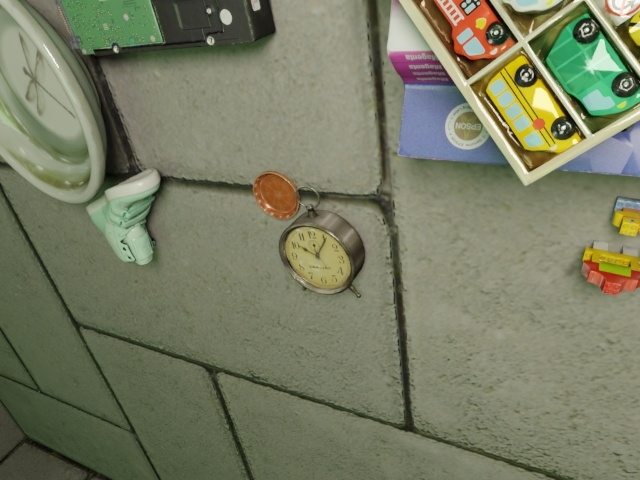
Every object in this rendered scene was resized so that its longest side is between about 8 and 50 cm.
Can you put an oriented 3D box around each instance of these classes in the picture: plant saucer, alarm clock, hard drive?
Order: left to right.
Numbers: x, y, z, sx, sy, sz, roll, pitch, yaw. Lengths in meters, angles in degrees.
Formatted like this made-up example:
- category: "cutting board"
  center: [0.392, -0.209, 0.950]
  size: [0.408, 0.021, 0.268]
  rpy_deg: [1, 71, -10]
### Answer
- category: "plant saucer"
  center: [-0.482, -0.254, 0.837]
  size: [0.400, 0.100, 0.400]
  rpy_deg: [23, 136, 24]
- category: "hard drive"
  center: [-0.231, -0.368, 0.635]
  size: [0.339, 0.064, 0.237]
  rpy_deg: [6, 125, 28]
- category: "plant saucer"
  center: [-0.068, -0.072, 0.785]
  size: [0.083, 0.013, 0.083]
  rpy_deg: [18, 131, 22]
- category: "alarm clock"
  center: [0.000, 0.000, 0.760]
  size: [0.129, 0.064, 0.192]
  rpy_deg: [5, 127, 30]

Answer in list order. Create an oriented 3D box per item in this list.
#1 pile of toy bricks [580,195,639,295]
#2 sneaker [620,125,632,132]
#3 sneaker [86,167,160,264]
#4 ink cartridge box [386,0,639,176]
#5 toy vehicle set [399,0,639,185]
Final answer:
- category: "pile of toy bricks"
  center: [0.389, 0.023, 0.501]
  size: [0.212, 0.105, 0.118]
  rpy_deg: [13, 128, 24]
- category: "sneaker"
  center: [0.240, -0.181, 0.454]
  size: [0.090, 0.095, 0.235]
  rpy_deg: [-9, 114, 39]
- category: "sneaker"
  center: [-0.332, -0.037, 0.921]
  size: [0.256, 0.094, 0.151]
  rpy_deg: [-16, 107, 50]
- category: "ink cartridge box"
  center: [0.217, -0.216, 0.379]
  size: [0.324, 0.071, 0.330]
  rpy_deg: [9, 102, 26]
- category: "toy vehicle set"
  center: [0.151, -0.195, 0.359]
  size: [0.166, 0.035, 0.267]
  rpy_deg: [-35, 83, 29]
